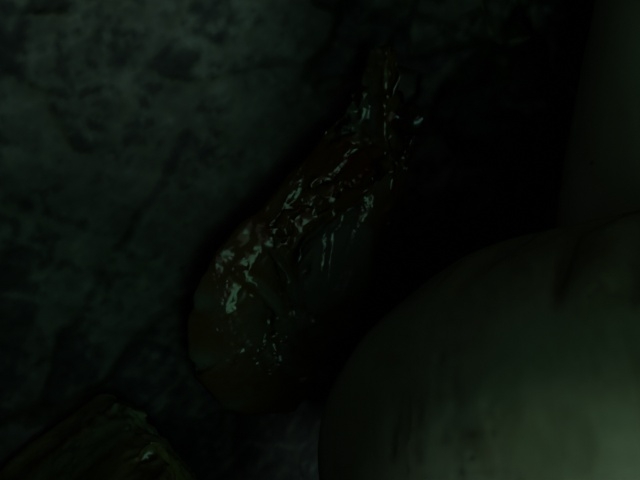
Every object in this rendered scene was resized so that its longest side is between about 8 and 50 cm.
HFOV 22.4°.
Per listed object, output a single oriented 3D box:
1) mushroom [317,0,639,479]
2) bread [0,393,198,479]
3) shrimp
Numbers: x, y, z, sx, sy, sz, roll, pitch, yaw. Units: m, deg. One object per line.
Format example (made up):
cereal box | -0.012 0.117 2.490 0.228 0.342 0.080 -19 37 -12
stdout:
mushroom | 0.172 0.063 0.697 0.315 0.315 0.356 16 118 -35
bread | -0.113 0.181 0.715 0.196 0.102 0.138 -38 126 -7
shrimp | 0.000 0.000 0.724 0.091 0.043 0.184 18 105 -32
